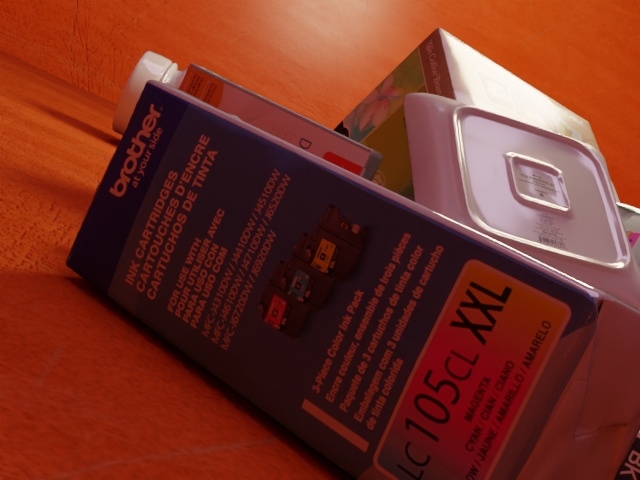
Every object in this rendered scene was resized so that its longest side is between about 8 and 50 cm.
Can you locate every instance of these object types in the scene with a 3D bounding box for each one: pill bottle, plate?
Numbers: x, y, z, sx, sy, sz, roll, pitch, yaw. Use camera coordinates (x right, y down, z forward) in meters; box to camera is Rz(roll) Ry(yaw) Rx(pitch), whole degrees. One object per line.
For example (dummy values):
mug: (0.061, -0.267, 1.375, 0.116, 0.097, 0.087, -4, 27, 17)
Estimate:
pill bottle: (-0.204, -0.212, 1.610, 0.361, 0.204, 0.204, 25, 5, -7)
plate: (0.231, -0.049, 0.909, 0.277, 0.045, 0.278, 15, 47, -16)

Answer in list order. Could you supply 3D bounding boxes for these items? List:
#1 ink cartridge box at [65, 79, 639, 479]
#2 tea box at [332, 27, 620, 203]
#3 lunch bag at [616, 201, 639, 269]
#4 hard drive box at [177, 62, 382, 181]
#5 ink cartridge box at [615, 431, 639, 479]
ink cartridge box: (0.020, 0.029, 0.583, 0.395, 0.151, 0.270, 31, 7, 33)
tea box: (0.199, -0.073, 1.217, 0.329, 0.323, 0.220, 22, 44, -30)
lunch bag: (0.346, 0.082, 1.010, 0.160, 0.262, 0.223, 22, 6, -38)
hard drive box: (-0.074, -0.069, 0.942, 0.232, 0.181, 0.089, 26, 5, 11)
ink cartridge box: (0.340, 0.218, 0.734, 0.332, 0.065, 0.165, 26, 5, 17)
